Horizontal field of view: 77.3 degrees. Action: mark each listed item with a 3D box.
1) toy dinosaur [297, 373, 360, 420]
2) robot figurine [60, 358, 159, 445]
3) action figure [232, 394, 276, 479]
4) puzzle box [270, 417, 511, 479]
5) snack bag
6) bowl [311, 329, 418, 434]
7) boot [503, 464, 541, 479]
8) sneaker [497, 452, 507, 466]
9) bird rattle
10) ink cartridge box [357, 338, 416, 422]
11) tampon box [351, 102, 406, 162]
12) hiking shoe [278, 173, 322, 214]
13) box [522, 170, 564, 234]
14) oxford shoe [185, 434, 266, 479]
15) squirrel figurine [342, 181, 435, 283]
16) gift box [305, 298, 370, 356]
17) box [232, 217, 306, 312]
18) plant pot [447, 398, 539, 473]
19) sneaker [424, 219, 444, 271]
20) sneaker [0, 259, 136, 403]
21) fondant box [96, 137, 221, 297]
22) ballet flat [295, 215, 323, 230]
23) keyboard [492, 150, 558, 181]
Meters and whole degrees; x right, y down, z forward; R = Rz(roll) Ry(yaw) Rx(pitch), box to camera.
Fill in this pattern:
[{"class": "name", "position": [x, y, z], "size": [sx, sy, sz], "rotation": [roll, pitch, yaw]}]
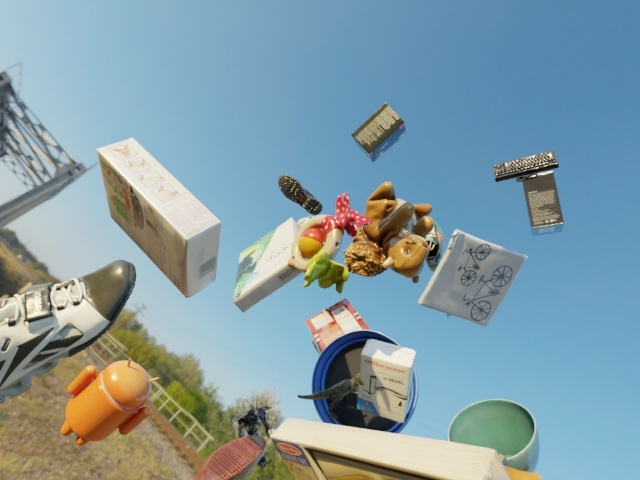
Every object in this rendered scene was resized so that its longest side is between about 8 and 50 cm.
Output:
[{"class": "toy dinosaur", "position": [0.064, 0.558, 1.416], "size": [0.064, 0.269, 0.118], "rotation": [35, 35, -83]}, {"class": "robot figurine", "position": [-0.491, 0.374, 0.937], "size": [0.158, 0.219, 0.128], "rotation": [47, -1, 19]}, {"class": "action figure", "position": [-0.233, 0.719, 1.471], "size": [0.141, 0.164, 0.275], "rotation": [17, -71, 48]}, {"class": "puzzle box", "position": [0.111, 0.398, 0.575], "size": [0.409, 0.052, 0.271], "rotation": [-23, -83, 49]}, {"class": "snack bag", "position": [0.553, 0.149, 1.474], "size": [0.343, 0.322, 0.037], "rotation": [18, 17, -18]}, {"class": "bowl", "position": [0.161, 0.527, 1.459], "size": [0.391, 0.391, 0.077], "rotation": [26, -13, 29]}, {"class": "boot", "position": [0.410, 0.663, 0.891], "size": [0.212, 0.294, 0.104], "rotation": [7, -32, 11]}, {"class": "sneaker", "position": [0.311, 0.664, 1.081], "size": [0.182, 0.411, 0.158], "rotation": [51, -16, 53]}, {"class": "bird rattle", "position": [0.000, 0.000, 1.023], "size": [0.207, 0.253, 0.143], "rotation": [4, -12, 46]}, {"class": "ink cartridge box", "position": [0.193, 0.413, 1.185], "size": [0.148, 0.086, 0.202], "rotation": [9, -68, 21]}, {"class": "tampon box", "position": [0.208, -0.377, 1.413], "size": [0.101, 0.161, 0.120], "rotation": [51, 9, 12]}, {"class": "hiking shoe", "position": [-0.089, -0.189, 1.693], "size": [0.227, 0.086, 0.114], "rotation": [43, 2, -2]}, {"class": "box", "position": [0.847, -0.137, 1.528], "size": [0.108, 0.206, 0.153], "rotation": [-10, -15, 27]}, {"class": "oxford shoe", "position": [-0.310, 0.752, 1.244], "size": [0.123, 0.348, 0.130], "rotation": [15, -59, 45]}, {"class": "squirrel figurine", "position": [0.286, 0.023, 1.643], "size": [0.281, 0.370, 0.397], "rotation": [29, -53, -34]}, {"class": "gift box", "position": [0.095, 0.437, 1.809], "size": [0.276, 0.255, 0.258], "rotation": [-124, -166, -45]}, {"class": "box", "position": [-0.160, 0.063, 1.263], "size": [0.058, 0.232, 0.322], "rotation": [52, 9, -22]}, {"class": "plant pot", "position": [0.615, 0.723, 1.378], "size": [0.290, 0.290, 0.195], "rotation": [-10, -72, 56]}, {"class": "sneaker", "position": [0.558, 0.000, 2.007], "size": [0.108, 0.301, 0.121], "rotation": [-15, -38, 22]}, {"class": "sneaker", "position": [-0.477, 0.134, 0.679], "size": [0.122, 0.331, 0.146], "rotation": [40, -12, 45]}, {"class": "fondant box", "position": [-0.386, -0.051, 0.962], "size": [0.330, 0.096, 0.238], "rotation": [41, -39, 15]}, {"class": "ballet flat", "position": [-0.083, -0.017, 1.770], "size": [0.147, 0.147, 0.409], "rotation": [46, -11, -3]}, {"class": "keyboard", "position": [0.645, -0.229, 1.264], "size": [0.180, 0.108, 0.023], "rotation": [-12, -42, 26]}]
